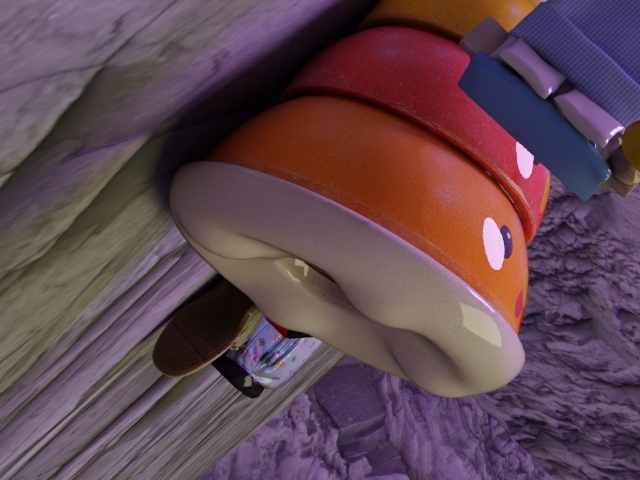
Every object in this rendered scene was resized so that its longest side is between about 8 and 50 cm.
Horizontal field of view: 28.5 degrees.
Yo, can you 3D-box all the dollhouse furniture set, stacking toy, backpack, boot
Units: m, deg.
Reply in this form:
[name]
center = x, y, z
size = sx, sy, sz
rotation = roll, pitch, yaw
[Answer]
[dollhouse furniture set]
center = 0.231, -0.235, 0.949
size = 0.286, 0.303, 0.198
rotation = -41, 171, -22
[stacking toy]
center = 0.113, -0.131, 1.166
size = 0.480, 0.351, 0.350
rotation = -61, 175, -14
[backpack]
center = -0.077, 0.163, 2.011
size = 0.182, 0.115, 0.152
rotation = -46, 169, -7
[boot]
center = -0.136, 0.114, 1.638
size = 0.213, 0.077, 0.165
rotation = -46, 174, -22

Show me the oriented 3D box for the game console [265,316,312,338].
[game console]
center = 0.074, -0.034, 1.689
size = 0.386, 0.060, 0.342
rotation = -56, 166, 2
